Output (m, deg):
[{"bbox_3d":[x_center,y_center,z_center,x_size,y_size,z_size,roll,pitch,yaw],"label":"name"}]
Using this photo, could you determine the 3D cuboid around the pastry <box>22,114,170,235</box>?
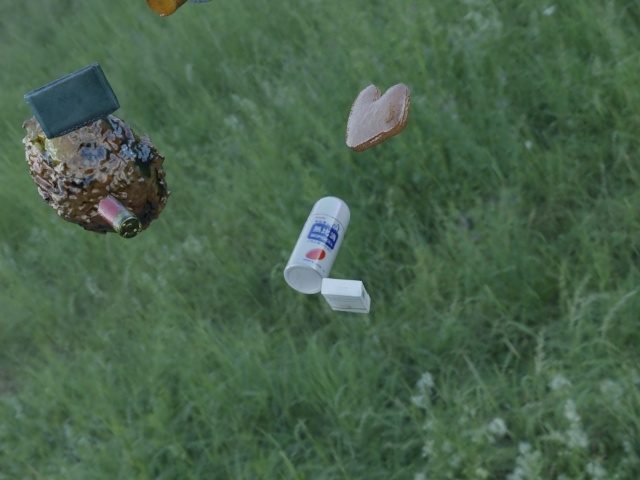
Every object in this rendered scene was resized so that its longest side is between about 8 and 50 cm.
[{"bbox_3d":[-0.572,-0.174,2.076,0.292,0.405,0.337,-36,40,13],"label":"pastry"}]

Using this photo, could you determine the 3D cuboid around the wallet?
[{"bbox_3d":[-0.398,-0.224,1.288,0.129,0.088,0.026,-27,34,-8],"label":"wallet"}]

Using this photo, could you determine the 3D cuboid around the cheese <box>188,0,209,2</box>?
[{"bbox_3d":[-0.238,-0.582,1.781,0.244,0.052,0.135,-8,-21,-8],"label":"cheese"}]

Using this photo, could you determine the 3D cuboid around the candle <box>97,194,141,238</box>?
[{"bbox_3d":[-0.416,-0.053,1.627,0.052,0.052,0.130,-41,47,-14],"label":"candle"}]

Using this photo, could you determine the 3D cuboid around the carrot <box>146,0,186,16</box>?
[{"bbox_3d":[-0.273,-0.505,1.554,0.087,0.087,0.193,-28,30,27],"label":"carrot"}]

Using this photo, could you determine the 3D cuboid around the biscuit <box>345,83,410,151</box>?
[{"bbox_3d":[0.128,-0.293,1.791,0.192,0.036,0.186,-21,46,46],"label":"biscuit"}]

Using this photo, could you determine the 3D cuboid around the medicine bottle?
[{"bbox_3d":[0.000,0.000,2.459,0.130,0.130,0.341,-23,30,38],"label":"medicine bottle"}]

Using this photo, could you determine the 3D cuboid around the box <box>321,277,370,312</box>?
[{"bbox_3d":[0.056,0.120,1.707,0.084,0.040,0.154,2,-17,11],"label":"box"}]
